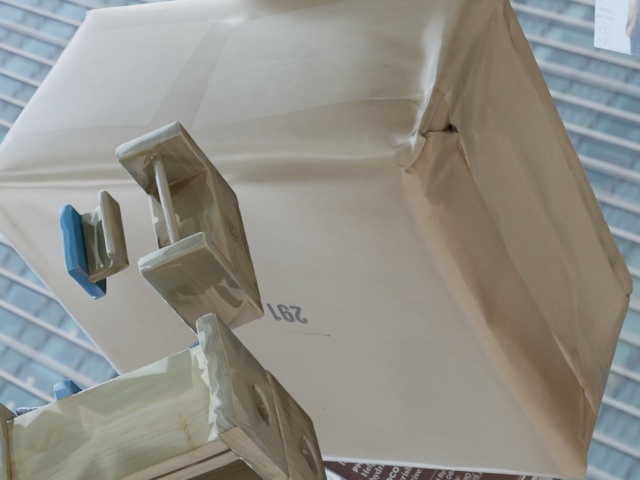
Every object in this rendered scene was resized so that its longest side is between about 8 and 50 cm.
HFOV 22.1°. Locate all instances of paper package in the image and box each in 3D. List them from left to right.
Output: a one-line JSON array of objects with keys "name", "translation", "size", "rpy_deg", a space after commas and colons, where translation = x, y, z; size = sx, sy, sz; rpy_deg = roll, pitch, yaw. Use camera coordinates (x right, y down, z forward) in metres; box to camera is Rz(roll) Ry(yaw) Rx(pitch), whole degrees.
[{"name": "paper package", "translation": [0.000, 0.000, 1.048], "size": [0.309, 0.325, 0.168], "rpy_deg": [58, -136, -39]}]

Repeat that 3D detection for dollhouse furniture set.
[{"name": "dollhouse furniture set", "translation": [-0.088, 0.066, 0.839], "size": [0.129, 0.183, 0.129], "rpy_deg": [-22, -37, 11]}]

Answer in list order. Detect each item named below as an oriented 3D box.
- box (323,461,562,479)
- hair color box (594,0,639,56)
[{"name": "box", "translation": [0.037, 0.187, 1.611], "size": [0.143, 0.381, 0.191], "rpy_deg": [-56, -25, -15]}, {"name": "hair color box", "translation": [0.365, -0.347, 1.608], "size": [0.110, 0.185, 0.338], "rpy_deg": [-11, -72, -25]}]
